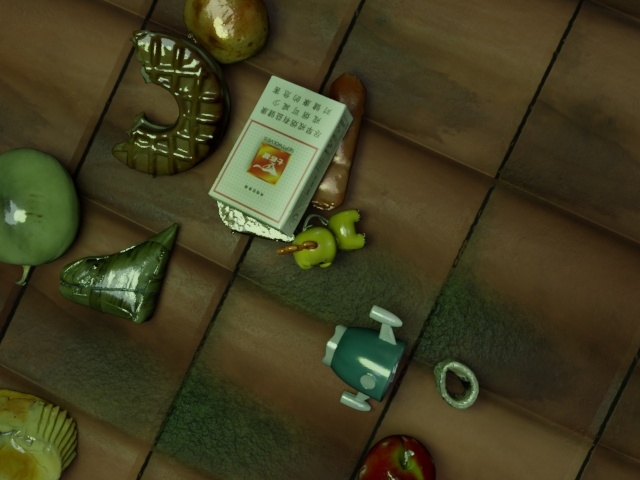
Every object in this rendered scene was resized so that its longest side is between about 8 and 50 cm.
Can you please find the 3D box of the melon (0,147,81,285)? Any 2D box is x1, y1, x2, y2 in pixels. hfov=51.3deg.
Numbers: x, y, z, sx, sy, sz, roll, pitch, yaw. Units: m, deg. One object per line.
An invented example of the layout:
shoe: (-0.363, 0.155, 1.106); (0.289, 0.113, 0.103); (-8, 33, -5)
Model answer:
melon: (-0.730, -0.074, 1.653); (0.272, 0.272, 0.307); (-24, 82, 4)

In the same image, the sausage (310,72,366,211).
sausage: (0.043, -0.242, 1.662); (0.097, 0.094, 0.348); (12, 88, 3)

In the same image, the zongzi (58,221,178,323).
zongzi: (-0.516, 0.050, 1.698); (0.251, 0.125, 0.274); (18, 89, -2)

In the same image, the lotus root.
lotus root: (-0.175, -0.093, 1.696); (0.170, 0.074, 0.260); (-21, 89, 5)

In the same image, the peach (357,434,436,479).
peach: (0.183, 0.589, 1.636); (0.190, 0.226, 0.196); (-13, 50, -26)

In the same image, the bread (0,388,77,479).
bread: (-0.822, 0.505, 1.707); (0.389, 0.183, 0.235); (12, 106, -1)

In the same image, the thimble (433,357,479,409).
thimble: (0.335, 0.351, 1.642); (0.102, 0.090, 0.115); (-41, 88, 3)

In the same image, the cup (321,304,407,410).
cup: (0.102, 0.287, 1.629); (0.173, 0.167, 0.299); (23, 117, 13)

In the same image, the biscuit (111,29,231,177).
biscuit: (-0.359, -0.319, 1.637); (0.269, 0.115, 0.366); (13, 119, -4)

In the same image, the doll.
doll: (0.000, 0.000, 1.618); (0.221, 0.143, 0.135); (-15, 92, -29)

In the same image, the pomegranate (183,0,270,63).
pomegranate: (-0.239, -0.541, 1.633); (0.216, 0.215, 0.215); (0, 90, 5)

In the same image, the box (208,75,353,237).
box: (-0.094, -0.201, 1.582); (0.210, 0.095, 0.330); (26, 84, 19)
